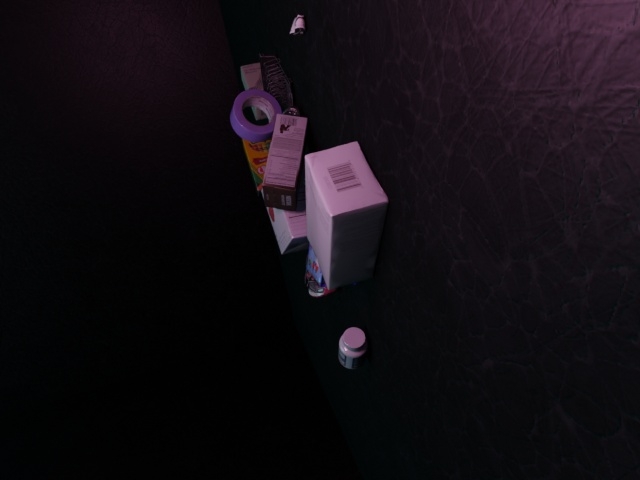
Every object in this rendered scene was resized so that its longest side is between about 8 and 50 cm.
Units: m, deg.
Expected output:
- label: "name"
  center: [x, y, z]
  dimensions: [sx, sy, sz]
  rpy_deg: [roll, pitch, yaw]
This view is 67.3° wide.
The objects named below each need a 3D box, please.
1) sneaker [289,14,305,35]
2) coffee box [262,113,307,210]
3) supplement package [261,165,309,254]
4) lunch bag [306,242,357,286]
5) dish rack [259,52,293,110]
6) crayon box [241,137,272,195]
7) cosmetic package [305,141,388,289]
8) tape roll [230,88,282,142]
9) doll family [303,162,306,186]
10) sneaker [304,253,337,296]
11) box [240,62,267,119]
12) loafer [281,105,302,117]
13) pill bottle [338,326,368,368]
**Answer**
- label: "sneaker"
  center: [-0.065, -0.640, 1.434]
  dimensions: [0.109, 0.040, 0.043]
  rpy_deg: [-152, 63, -71]
- label: "coffee box"
  center: [-0.123, -0.276, 1.720]
  dimensions: [0.168, 0.119, 0.296]
  rpy_deg: [98, 179, -68]
- label: "supplement package"
  center: [-0.098, -0.122, 1.886]
  dimensions: [0.177, 0.176, 0.292]
  rpy_deg: [128, 126, -61]
- label: "lunch bag"
  center: [0.035, -0.012, 1.664]
  dimensions: [0.221, 0.138, 0.292]
  rpy_deg: [-140, 48, -72]
- label: "dish rack"
  center: [-0.168, -0.598, 1.909]
  dimensions: [0.208, 0.074, 0.271]
  rpy_deg: [86, 164, -51]
- label: "crayon box"
  center: [-0.240, -0.387, 2.238]
  dimensions: [0.081, 0.202, 0.318]
  rpy_deg: [120, 133, -75]
- label: "cosmetic package"
  center: [0.059, -0.052, 1.332]
  dimensions: [0.385, 0.156, 0.217]
  rpy_deg: [90, 162, -59]
- label: "tape roll"
  center: [-0.249, -0.481, 1.855]
  dimensions: [0.080, 0.189, 0.188]
  rpy_deg: [-38, 67, 64]
- label: "doll family"
  center: [-0.023, -0.215, 1.738]
  dimensions: [0.193, 0.076, 0.111]
  rpy_deg: [86, 161, -61]
- label: "sneaker"
  center: [-0.012, 0.150, 2.084]
  dimensions: [0.299, 0.121, 0.111]
  rpy_deg: [-126, 25, -63]
- label: "box"
  center: [-0.292, -0.711, 2.285]
  dimensions: [0.094, 0.113, 0.275]
  rpy_deg: [96, 154, -63]
- label: "loafer"
  center: [-0.116, -0.443, 1.843]
  dimensions: [0.078, 0.080, 0.220]
  rpy_deg: [-62, 2, -32]
- label: "pill bottle"
  center: [0.122, 0.397, 1.786]
  dimensions: [0.180, 0.108, 0.107]
  rpy_deg: [90, 161, -55]
